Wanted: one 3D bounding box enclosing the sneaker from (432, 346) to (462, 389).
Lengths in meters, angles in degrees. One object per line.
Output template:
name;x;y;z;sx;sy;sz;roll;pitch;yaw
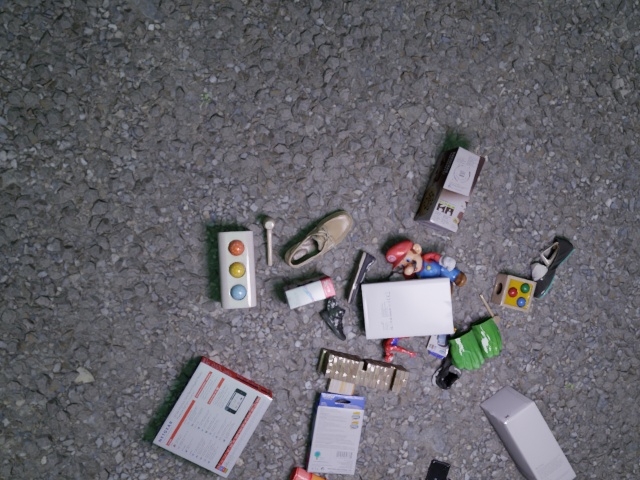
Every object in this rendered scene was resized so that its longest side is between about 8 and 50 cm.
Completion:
sneaker;0.529;0.489;1.843;0.078;0.106;0.234;29;88;-10

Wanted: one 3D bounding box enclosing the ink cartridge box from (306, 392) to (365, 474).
ink cartridge box;0.059;0.737;1.801;0.186;0.065;0.310;9;94;-10

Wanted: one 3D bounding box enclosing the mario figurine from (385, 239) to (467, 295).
mario figurine;0.388;0.123;1.774;0.321;0.170;0.197;27;90;-11

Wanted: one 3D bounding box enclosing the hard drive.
hard drive;0.321;0.252;1.737;0.319;0.040;0.210;-5;95;6

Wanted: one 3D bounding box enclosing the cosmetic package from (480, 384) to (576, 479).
cosmetic package;0.820;0.792;1.861;0.155;0.197;0.365;-31;98;-7

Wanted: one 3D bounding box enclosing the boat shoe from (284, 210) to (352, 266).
boat shoe;0.000;0.000;1.738;0.302;0.098;0.109;-36;98;-6

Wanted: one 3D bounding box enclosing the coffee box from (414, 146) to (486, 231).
coffee box;0.487;-0.189;1.773;0.119;0.168;0.296;22;90;-10

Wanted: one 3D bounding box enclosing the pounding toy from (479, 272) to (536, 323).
pounding toy;0.740;0.241;1.872;0.181;0.094;0.205;15;90;-10

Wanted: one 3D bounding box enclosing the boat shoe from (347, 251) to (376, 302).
boat shoe;0.157;0.148;1.783;0.065;0.075;0.205;20;85;-7

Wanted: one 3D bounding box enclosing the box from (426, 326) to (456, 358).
box;0.478;0.397;1.851;0.081;0.028;0.136;19;87;25

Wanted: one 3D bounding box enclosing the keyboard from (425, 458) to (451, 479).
keyboard;0.477;0.990;1.902;0.108;0.023;0.180;18;90;-3

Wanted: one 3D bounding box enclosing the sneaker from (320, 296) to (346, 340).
sneaker;0.068;0.296;1.787;0.089;0.051;0.170;-39;94;-1

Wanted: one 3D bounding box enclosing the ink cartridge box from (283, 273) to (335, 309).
ink cartridge box;-0.045;0.188;1.724;0.175;0.127;0.072;-16;94;-8

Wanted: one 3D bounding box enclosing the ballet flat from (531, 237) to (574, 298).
ballet flat;0.919;0.103;1.903;0.096;0.095;0.280;38;76;1

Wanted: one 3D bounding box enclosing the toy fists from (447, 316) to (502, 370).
toy fists;0.603;0.408;1.814;0.279;0.096;0.142;-17;82;-38

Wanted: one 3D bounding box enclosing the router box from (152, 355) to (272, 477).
router box;-0.388;0.644;1.713;0.301;0.082;0.335;32;87;-9

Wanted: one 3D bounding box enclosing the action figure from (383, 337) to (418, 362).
action figure;0.326;0.345;1.809;0.139;0.091;0.280;16;90;0

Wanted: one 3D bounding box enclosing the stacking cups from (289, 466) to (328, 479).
stacking cups;0.036;0.961;1.798;0.316;0.096;0.096;32;87;-7

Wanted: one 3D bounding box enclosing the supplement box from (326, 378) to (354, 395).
supplement box;0.079;0.559;1.808;0.099;0.036;0.062;15;90;-10

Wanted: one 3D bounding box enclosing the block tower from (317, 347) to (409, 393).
block tower;0.163;0.500;1.791;0.336;0.097;0.090;14;89;-8

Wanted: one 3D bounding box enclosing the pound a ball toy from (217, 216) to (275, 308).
pound a ball toy;-0.261;0.076;1.681;0.209;0.136;0.318;-2;94;-9
